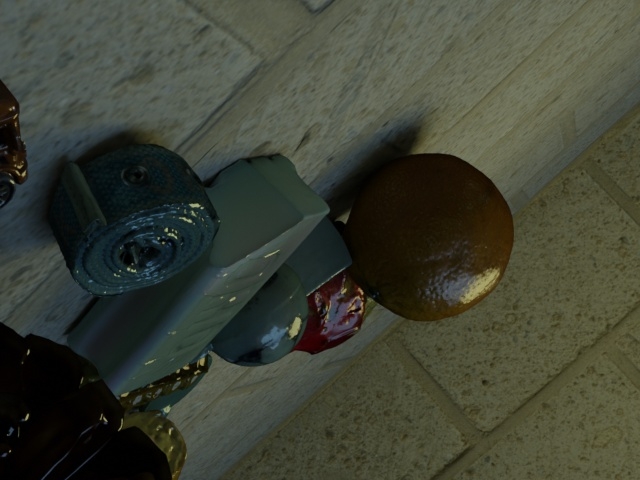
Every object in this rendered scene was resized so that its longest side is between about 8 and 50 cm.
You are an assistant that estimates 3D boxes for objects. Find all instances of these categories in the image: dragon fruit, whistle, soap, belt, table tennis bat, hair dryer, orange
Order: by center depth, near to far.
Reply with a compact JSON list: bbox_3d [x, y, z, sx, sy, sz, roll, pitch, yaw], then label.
[{"bbox_3d":[-0.164,-0.019,0.831,0.148,0.082,0.163,-19,160,-34],"label":"belt"},{"bbox_3d":[-0.136,0.040,1.072,0.289,0.095,0.173,-47,167,25],"label":"soap"},{"bbox_3d":[-0.064,0.070,1.258,0.290,0.163,0.163,-37,167,-19],"label":"whistle"},{"bbox_3d":[0.157,-0.003,1.418,0.264,0.264,0.264,-38,167,-11],"label":"orange"},{"bbox_3d":[0.000,0.000,1.504,0.083,0.026,0.047,-40,167,30],"label":"hair dryer"},{"bbox_3d":[-0.023,0.111,1.531,0.261,0.189,0.163,-53,-170,53],"label":"dragon fruit"},{"bbox_3d":[-0.264,0.274,1.630,0.149,0.038,0.237,-28,158,-51],"label":"table tennis bat"}]

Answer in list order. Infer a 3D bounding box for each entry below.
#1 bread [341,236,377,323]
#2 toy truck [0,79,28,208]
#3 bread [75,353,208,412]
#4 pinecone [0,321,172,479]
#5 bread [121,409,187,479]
[{"bbox_3d":[0.043,0.076,1.622,0.102,0.138,0.196,-26,159,-34],"label":"bread"},{"bbox_3d":[-0.253,-0.039,0.502,0.192,0.083,0.092,-31,159,-34],"label":"toy truck"},{"bbox_3d":[-0.237,0.166,1.223,0.098,0.087,0.269,-44,167,18],"label":"bread"},{"bbox_3d":[-0.290,0.228,0.688,0.398,0.397,0.397,-38,167,-11],"label":"pinecone"},{"bbox_3d":[-0.362,0.428,1.567,0.237,0.165,0.375,-34,164,-36],"label":"bread"}]
